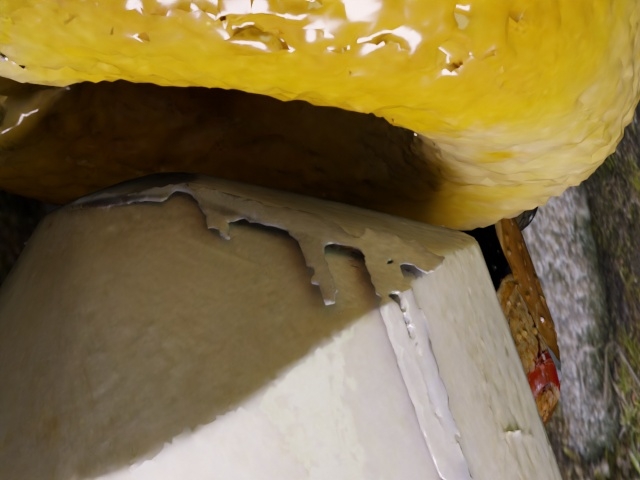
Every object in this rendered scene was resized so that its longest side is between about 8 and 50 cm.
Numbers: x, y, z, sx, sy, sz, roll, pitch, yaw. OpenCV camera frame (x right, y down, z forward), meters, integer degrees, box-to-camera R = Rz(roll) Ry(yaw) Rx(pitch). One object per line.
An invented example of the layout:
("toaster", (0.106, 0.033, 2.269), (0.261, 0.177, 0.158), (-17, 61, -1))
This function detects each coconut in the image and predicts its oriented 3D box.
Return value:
("coconut", (-0.036, 0.109, 0.789), (0.323, 0.323, 0.323), (28, 54, -46))

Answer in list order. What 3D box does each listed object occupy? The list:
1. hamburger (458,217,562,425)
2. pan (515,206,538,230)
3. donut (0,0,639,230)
("hamburger", (0.070, 0.053, 1.056), (0.231, 0.106, 0.231), (37, 41, -41))
("pan", (0.129, -0.030, 1.303), (0.128, 0.048, 0.202), (41, 46, -39))
("donut", (-0.017, -0.104, 0.790), (0.377, 0.435, 0.164), (9, 76, -18))
